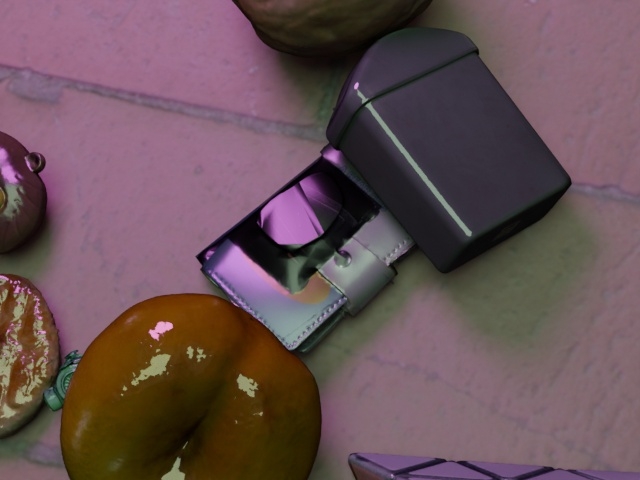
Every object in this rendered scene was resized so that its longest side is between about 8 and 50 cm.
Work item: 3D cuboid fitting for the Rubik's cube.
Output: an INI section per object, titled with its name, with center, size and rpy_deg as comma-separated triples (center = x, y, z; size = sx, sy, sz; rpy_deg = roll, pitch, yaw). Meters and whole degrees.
[Rubik's cube]
center = 0.167, 0.291, 1.136
size = 0.233, 0.229, 0.228
rpy_deg = -37, 25, 30

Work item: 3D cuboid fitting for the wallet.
[wallet]
center = 0.000, 0.000, 1.285
size = 0.231, 0.069, 0.170
rpy_deg = -40, 68, -8

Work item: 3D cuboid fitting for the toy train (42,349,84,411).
[toy train]
center = -0.193, 0.138, 1.257
size = 0.172, 0.070, 0.099
rpy_deg = -30, 98, -3

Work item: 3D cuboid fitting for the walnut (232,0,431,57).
[walnut]
center = 0.003, -0.309, 1.297
size = 0.248, 0.248, 0.248
rpy_deg = -2, 72, 6

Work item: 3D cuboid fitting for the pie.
[pie]
center = -0.363, 0.115, 1.299
size = 0.195, 0.046, 0.195
rpy_deg = -2, 74, 6

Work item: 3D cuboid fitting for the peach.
[peach]
center = -0.124, 0.176, 1.169
size = 0.251, 0.153, 0.251
rpy_deg = -1, 95, -10

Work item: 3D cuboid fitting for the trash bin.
[trash bin]
center = 0.122, -0.102, 1.262
size = 0.177, 0.101, 0.236
rpy_deg = -28, 73, -31

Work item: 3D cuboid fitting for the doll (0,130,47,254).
[doll]
center = -0.374, -0.034, 1.326
size = 0.145, 0.096, 0.188
rpy_deg = 39, 90, 23
